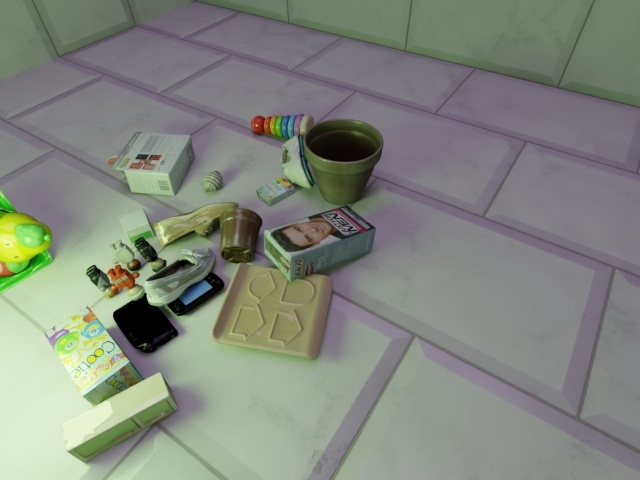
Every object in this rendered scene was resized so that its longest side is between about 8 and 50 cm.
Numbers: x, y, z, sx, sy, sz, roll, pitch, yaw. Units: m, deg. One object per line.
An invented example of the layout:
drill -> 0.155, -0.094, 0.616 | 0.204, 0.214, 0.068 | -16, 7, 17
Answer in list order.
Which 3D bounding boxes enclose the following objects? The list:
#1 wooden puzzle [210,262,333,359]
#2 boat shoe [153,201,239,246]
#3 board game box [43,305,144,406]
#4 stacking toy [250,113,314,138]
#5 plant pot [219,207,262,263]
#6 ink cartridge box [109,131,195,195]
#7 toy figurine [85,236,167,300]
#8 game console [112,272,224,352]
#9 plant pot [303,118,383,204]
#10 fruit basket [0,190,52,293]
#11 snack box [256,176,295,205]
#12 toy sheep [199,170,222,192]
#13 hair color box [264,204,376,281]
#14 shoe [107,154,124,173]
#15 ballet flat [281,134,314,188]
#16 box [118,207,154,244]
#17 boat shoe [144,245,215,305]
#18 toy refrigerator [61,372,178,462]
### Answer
wooden puzzle -> -0.152, 0.237, 1.413 | 0.348, 0.080, 0.322 | 10, 48, 4
boat shoe -> -0.487, -0.066, 1.688 | 0.342, 0.122, 0.110 | -19, 87, -12
board game box -> -0.681, 0.356, 1.261 | 0.275, 0.144, 0.142 | 35, 57, 30
stacking toy -> -0.204, -0.594, 2.160 | 0.331, 0.141, 0.141 | 10, 48, 18
plant pot -> -0.310, -0.010, 1.596 | 0.167, 0.166, 0.165 | -2, 55, 0
ink cartridge box -> -0.770, -0.364, 1.941 | 0.272, 0.130, 0.309 | 6, 47, 3
toy figurine -> -0.683, 0.105, 1.479 | 0.210, 0.148, 0.213 | -5, 41, 29
game console -> -0.511, 0.221, 1.453 | 0.361, 0.043, 0.213 | -35, 56, -28
plant pot -> 0.095, -0.314, 1.779 | 0.324, 0.280, 0.323 | -1, 47, 1
fruit basket -> -1.119, 0.002, 1.449 | 0.392, 0.391, 0.283 | 32, 55, 27
snack box -> -0.199, -0.221, 1.863 | 0.141, 0.037, 0.100 | -32, 53, -25
toy sheep -> -0.490, -0.261, 1.878 | 0.091, 0.091, 0.132 | 13, 62, 13
hair color box -> 0.000, 0.000, 1.549 | 0.375, 0.113, 0.185 | -19, 43, -30
shoe -> -0.936, -0.354, 1.983 | 0.178, 0.063, 0.081 | 6, 43, -1
ballet flat -> -0.114, -0.349, 1.938 | 0.139, 0.139, 0.400 | -7, 43, -5
box -> -0.740, -0.057, 1.686 | 0.101, 0.087, 0.102 | -23, 50, -19
boat shoe -> -0.492, 0.102, 1.481 | 0.118, 0.103, 0.320 | 10, 34, 25
toy refrigerator -> -0.548, 0.492, 1.161 | 0.270, 0.102, 0.094 | -25, 51, -22
